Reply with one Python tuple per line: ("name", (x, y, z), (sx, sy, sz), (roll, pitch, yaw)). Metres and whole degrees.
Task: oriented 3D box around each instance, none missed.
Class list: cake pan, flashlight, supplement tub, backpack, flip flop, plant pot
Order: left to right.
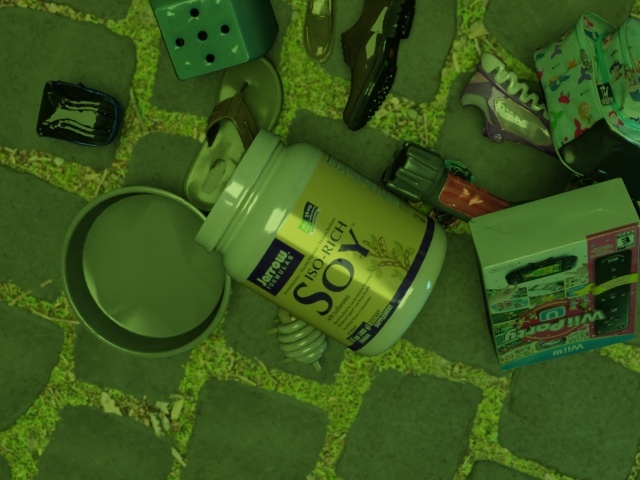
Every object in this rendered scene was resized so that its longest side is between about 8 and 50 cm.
("backpack", (-0.383, -0.205, 1.420), (0.120, 0.101, 0.098), (12, 100, -2))
("cake pan", (-0.285, 0.050, 1.457), (0.293, 0.054, 0.294), (2, 104, 8))
("plant pot", (-0.166, -0.334, 1.298), (0.165, 0.234, 0.166), (-14, 117, 7))
("flip flop", (-0.146, -0.171, 1.418), (0.112, 0.080, 0.277), (27, 99, 1))
("supplement tub", (0.000, 0.000, 1.337), (0.331, 0.241, 0.241), (31, 99, -7))
("flashlight", (0.253, -0.061, 1.366), (0.304, 0.103, 0.103), (26, 100, -12))
("backpack", (0.430, -0.211, 1.274), (0.225, 0.254, 0.191), (16, 137, -33))

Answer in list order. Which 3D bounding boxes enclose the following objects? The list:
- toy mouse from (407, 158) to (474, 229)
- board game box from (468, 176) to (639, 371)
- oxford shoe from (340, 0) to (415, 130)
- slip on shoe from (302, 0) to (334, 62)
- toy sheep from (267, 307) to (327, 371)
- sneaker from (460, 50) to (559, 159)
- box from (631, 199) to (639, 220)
("toy mouse", (0.206, -0.075, 1.428), (0.143, 0.031, 0.161), (1, 103, -6))
("board game box", (0.355, 0.062, 1.317), (0.223, 0.303, 0.098), (-15, 52, 7))
("oxford shoe", (0.073, -0.288, 1.397), (0.096, 0.082, 0.227), (21, 99, 20))
("slip on shoe", (-0.001, -0.353, 1.401), (0.051, 0.041, 0.136), (9, 98, 3))
("toy sheep", (-0.032, 0.162, 1.457), (0.091, 0.091, 0.132), (-27, 109, 7))
("sneaker", (0.314, -0.185, 1.383), (0.236, 0.095, 0.104), (44, 105, 2))
("box", (0.573, -0.058, 1.376), (0.158, 0.093, 0.156), (-24, 96, 8))
